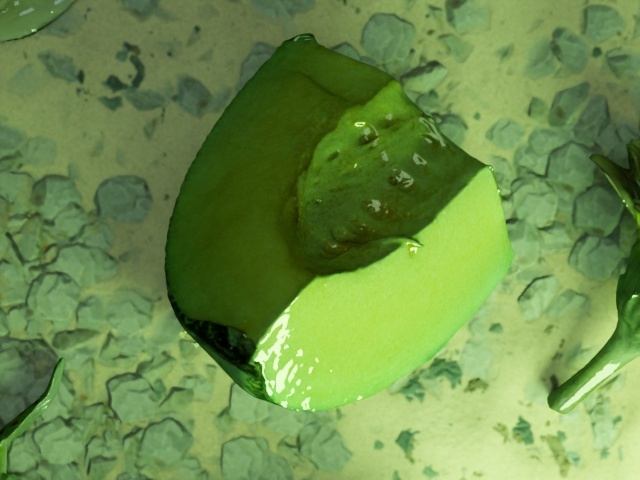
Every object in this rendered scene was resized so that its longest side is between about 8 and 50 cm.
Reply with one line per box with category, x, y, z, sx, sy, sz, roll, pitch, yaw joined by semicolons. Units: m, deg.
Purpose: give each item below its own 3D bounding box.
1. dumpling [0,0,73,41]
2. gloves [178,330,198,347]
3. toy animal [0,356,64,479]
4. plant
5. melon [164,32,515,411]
dumpling;-0.338;-0.285;1.717;0.247;0.142;0.172;-24;122;-6
gloves;-0.072;0.055;1.710;0.114;0.070;0.153;31;82;11
toy animal;-0.313;0.226;1.725;0.075;0.041;0.217;41;85;4
plant;0.383;0.061;1.666;0.261;0.297;0.305;-4;42;-21
melon;0.000;0.000;1.590;0.343;0.226;0.331;-42;100;-23
